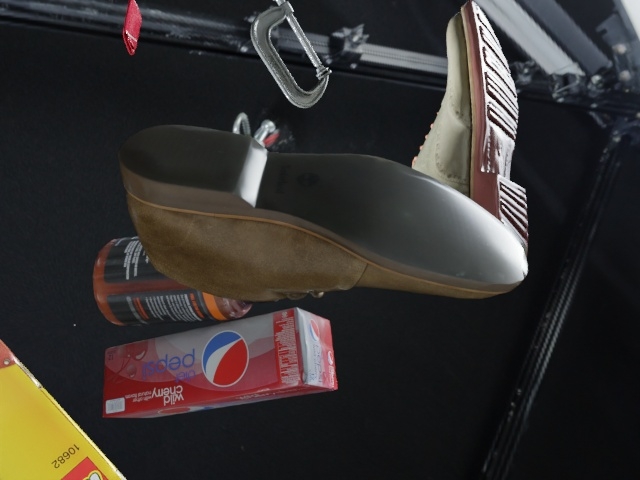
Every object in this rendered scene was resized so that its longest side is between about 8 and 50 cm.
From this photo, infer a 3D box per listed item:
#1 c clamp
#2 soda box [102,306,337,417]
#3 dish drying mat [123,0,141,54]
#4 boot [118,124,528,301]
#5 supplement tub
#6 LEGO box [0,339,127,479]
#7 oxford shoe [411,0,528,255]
[{"bbox_3d":[-0.032,-0.273,0.744,0.137,0.022,0.160,-45,-66,-38],"label":"c clamp"},{"bbox_3d":[-0.119,0.148,0.614,0.092,0.264,0.083,36,-136,-60],"label":"soda box"},{"bbox_3d":[-0.228,-0.262,0.644,0.008,0.032,0.083,-8,-129,1],"label":"dish drying mat"},{"bbox_3d":[0.000,0.000,0.418,0.306,0.115,0.112,13,-141,3],"label":"boot"},{"bbox_3d":[-0.144,0.041,0.601,0.198,0.106,0.105,-4,-98,13],"label":"supplement tub"},{"bbox_3d":[-0.478,0.395,0.565,0.372,0.193,0.500,46,-144,3],"label":"LEGO box"},{"bbox_3d":[0.161,-0.124,0.636,0.123,0.130,0.347,23,-116,-46],"label":"oxford shoe"}]
